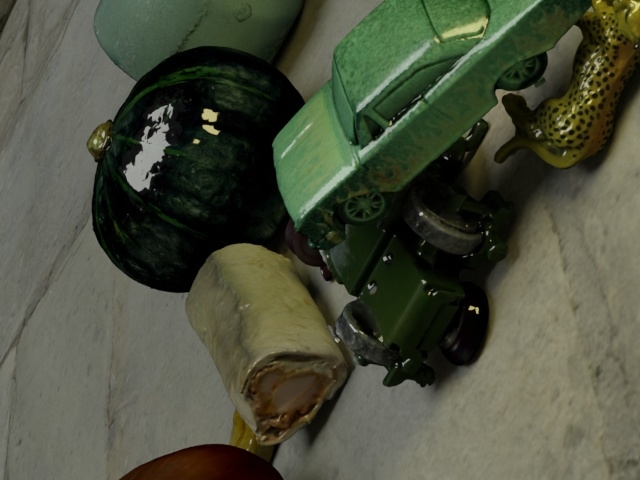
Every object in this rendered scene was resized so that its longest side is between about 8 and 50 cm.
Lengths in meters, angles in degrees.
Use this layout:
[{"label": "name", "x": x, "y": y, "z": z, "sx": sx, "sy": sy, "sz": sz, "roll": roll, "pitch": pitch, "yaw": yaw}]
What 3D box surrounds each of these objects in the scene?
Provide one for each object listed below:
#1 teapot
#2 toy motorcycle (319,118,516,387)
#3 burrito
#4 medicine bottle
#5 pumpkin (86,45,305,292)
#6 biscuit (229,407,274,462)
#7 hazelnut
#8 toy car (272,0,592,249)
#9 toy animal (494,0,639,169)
[{"label": "teapot", "x": 0.000, "y": 0.000, "z": 1.671, "sx": 0.045, "sy": 0.067, "sz": 0.100, "roll": -130, "pitch": 25, "yaw": -62}, {"label": "toy motorcycle", "x": 0.078, "y": -0.006, "z": 1.427, "sx": 0.205, "sy": 0.127, "sz": 0.275, "roll": -62, "pitch": 31, "yaw": 26}, {"label": "burrito", "x": -0.069, "y": 0.100, "z": 1.697, "sx": 0.143, "sy": 0.105, "sz": 0.299, "roll": -61, "pitch": 25, "yaw": 13}, {"label": "medicine bottle", "x": -0.131, "y": -0.352, "z": 2.011, "sx": 0.290, "sy": 0.245, "sz": 0.245, "roll": -58, "pitch": 26, "yaw": 32}, {"label": "pumpkin", "x": -0.162, "y": -0.089, "z": 1.878, "sx": 0.315, "sy": 0.238, "sz": 0.315, "roll": -54, "pitch": 23, "yaw": 37}, {"label": "biscuit", "x": -0.100, "y": 0.244, "z": 1.761, "sx": 0.183, "sy": 0.039, "sz": 0.174, "roll": -68, "pitch": 20, "yaw": 9}, {"label": "hazelnut", "x": -0.132, "y": 0.304, "z": 1.547, "sx": 0.229, "sy": 0.229, "sz": 0.229, "roll": -49, "pitch": 31, "yaw": 45}, {"label": "toy car", "x": 0.077, "y": -0.140, "z": 1.299, "sx": 0.320, "sy": 0.097, "sz": 0.141, "roll": -42, "pitch": 39, "yaw": 23}, {"label": "toy animal", "x": 0.210, "y": -0.122, "z": 1.257, "sx": 0.181, "sy": 0.073, "sz": 0.136, "roll": -65, "pitch": 28, "yaw": 14}]
